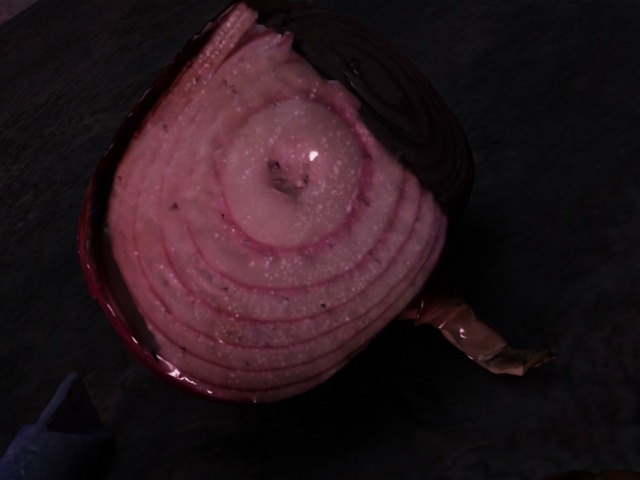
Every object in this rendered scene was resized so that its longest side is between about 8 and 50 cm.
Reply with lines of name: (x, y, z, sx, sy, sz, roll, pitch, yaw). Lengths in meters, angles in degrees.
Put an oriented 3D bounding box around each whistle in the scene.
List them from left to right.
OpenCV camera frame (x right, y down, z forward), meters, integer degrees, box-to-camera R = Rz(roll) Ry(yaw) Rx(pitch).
whistle: (-0.217, 0.210, 0.786, 0.062, 0.062, 0.304, -13, 33, 32)

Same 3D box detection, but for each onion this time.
onion: (-0.022, -0.019, 0.814, 0.256, 0.272, 0.230, -21, 2, 6)

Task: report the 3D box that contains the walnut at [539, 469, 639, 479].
walnut: (0.087, 0.193, 0.373, 0.203, 0.203, 0.298, -3, 36, 43)
